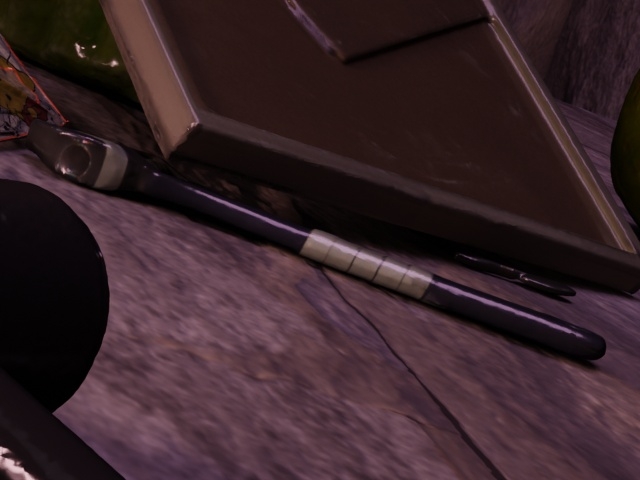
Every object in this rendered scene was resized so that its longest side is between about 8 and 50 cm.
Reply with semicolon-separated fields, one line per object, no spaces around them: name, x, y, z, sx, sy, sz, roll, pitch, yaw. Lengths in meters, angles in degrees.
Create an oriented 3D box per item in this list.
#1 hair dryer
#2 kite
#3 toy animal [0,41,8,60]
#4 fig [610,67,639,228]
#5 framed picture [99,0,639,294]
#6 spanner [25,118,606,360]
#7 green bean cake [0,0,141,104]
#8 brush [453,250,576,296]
hair dryer;-0.053;0.054;0.415;0.248;0.070;0.114;33;15;35
kite;-0.205;-0.117;0.886;0.244;0.006;0.198;36;26;-46
toy animal;-0.255;-0.144;0.977;0.219;0.095;0.155;56;19;13
fig;0.332;-0.049;1.537;0.206;0.206;0.275;22;43;3
framed picture;0.017;-0.133;1.148;0.446;0.028;0.326;16;40;-46
spanner;0.000;0.000;0.932;0.316;0.024;0.087;20;4;-3
green bean cake;-0.123;-0.188;1.296;0.247;0.156;0.250;25;10;28
brush;0.118;0.021;1.097;0.083;0.008;0.024;18;12;-17
